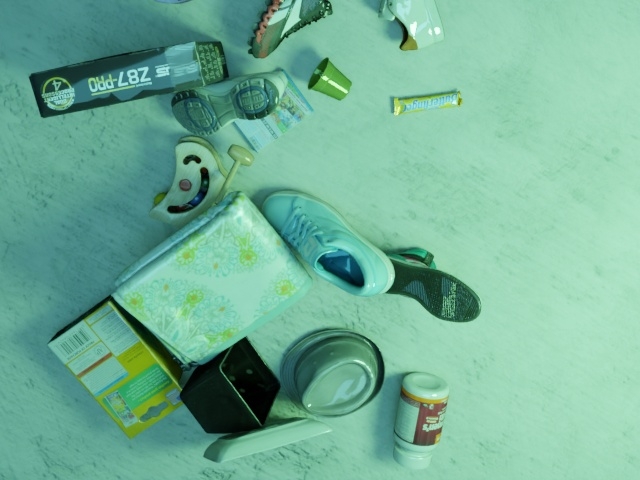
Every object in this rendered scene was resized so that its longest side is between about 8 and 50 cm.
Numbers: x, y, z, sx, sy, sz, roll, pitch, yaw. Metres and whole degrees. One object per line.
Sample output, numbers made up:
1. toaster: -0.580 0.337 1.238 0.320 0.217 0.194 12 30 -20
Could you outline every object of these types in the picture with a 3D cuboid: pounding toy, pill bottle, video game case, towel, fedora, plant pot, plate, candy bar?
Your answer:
1. pounding toy: -0.294 -0.141 1.788 0.154 0.155 0.269 41 102 -15
2. pill bottle: 0.251 0.459 1.984 0.121 0.121 0.221 7 106 -2
3. video game case: -0.117 -0.299 1.815 0.166 0.015 0.119 -35 103 10
4. towel: -0.243 0.102 1.794 0.374 0.090 0.320 -36 130 3
5. fedora: 0.033 0.354 1.951 0.275 0.124 0.244 -24 105 7
6. plant pot: 0.026 -0.358 1.771 0.079 0.083 0.083 30 105 -20
7. plate: -0.138 0.475 1.891 0.277 0.278 0.045 -12 82 -18
8. plant pot: -0.233 0.369 1.936 0.167 0.187 0.188 -29 105 22
9. candy bar: 0.249 -0.319 1.808 0.161 0.018 0.040 -7 107 3

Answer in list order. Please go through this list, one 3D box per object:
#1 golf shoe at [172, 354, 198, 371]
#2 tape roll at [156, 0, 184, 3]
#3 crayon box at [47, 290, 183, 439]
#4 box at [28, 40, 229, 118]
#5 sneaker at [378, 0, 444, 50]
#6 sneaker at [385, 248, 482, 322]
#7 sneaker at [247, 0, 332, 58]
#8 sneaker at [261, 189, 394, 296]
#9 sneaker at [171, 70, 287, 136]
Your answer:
1. golf shoe: -0.352 0.227 1.947 0.093 0.077 0.198 -32 111 -2
2. tape roll: -0.324 -0.610 1.690 0.188 0.080 0.189 0 107 -1
3. crayon box: -0.495 0.314 1.961 0.203 0.083 0.323 -34 103 9
4. box: -0.371 -0.341 1.606 0.318 0.395 0.097 -12 104 2
5. sneaker: 0.169 -0.551 1.693 0.123 0.106 0.290 -21 107 3
6. sneaker: 0.260 0.103 1.848 0.295 0.178 0.124 22 106 24
7. sneaker: -0.051 -0.503 1.711 0.135 0.098 0.276 34 102 -7
8. sneaker: 0.000 0.000 1.780 0.365 0.150 0.135 32 107 18
9. sneaker: -0.201 -0.312 1.752 0.297 0.129 0.111 -3 117 27
